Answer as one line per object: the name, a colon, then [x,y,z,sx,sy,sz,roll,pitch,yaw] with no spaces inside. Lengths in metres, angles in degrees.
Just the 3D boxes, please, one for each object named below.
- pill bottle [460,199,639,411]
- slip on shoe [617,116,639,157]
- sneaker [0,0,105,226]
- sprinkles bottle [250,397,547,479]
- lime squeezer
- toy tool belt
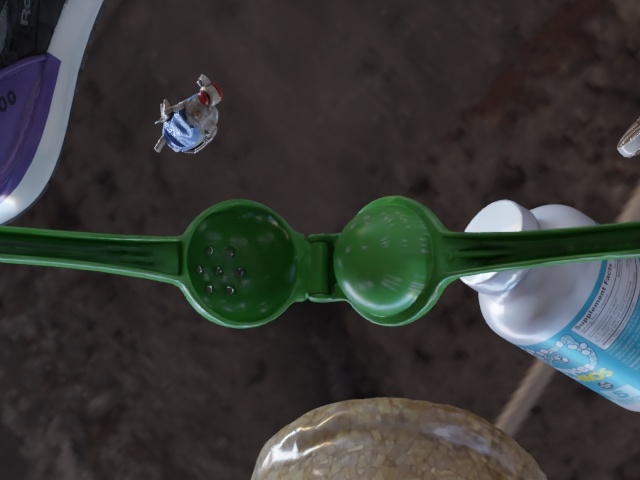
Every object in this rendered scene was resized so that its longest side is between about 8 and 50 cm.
pill bottle: [0.259,0.058,1.634,0.264,0.146,0.146,30,-144,-29]
slip on shoe: [0.302,-0.103,1.325,0.041,0.135,0.051,48,-160,-10]
sneaker: [-0.154,-0.155,0.761,0.124,0.107,0.283,47,-132,-65]
sprinkles bottle: [0.012,0.216,0.521,0.121,0.121,0.355,32,-140,-19]
lime squeezer: [0.000,0.000,0.693,0.310,0.110,0.059,0,-115,4]
toy tool belt: [-0.118,-0.106,1.451,0.051,0.083,0.052,-33,-98,-28]
